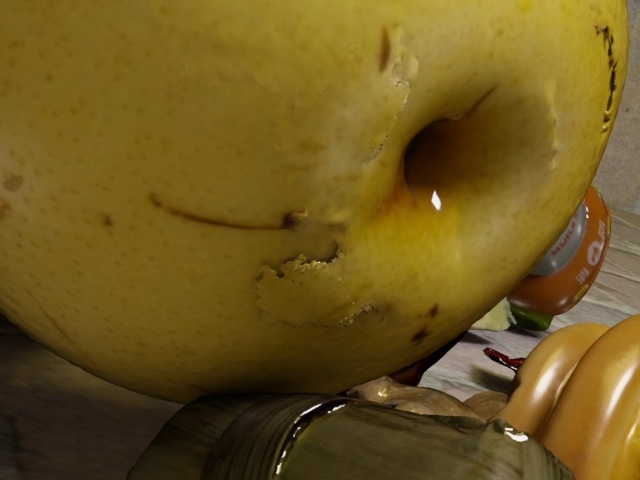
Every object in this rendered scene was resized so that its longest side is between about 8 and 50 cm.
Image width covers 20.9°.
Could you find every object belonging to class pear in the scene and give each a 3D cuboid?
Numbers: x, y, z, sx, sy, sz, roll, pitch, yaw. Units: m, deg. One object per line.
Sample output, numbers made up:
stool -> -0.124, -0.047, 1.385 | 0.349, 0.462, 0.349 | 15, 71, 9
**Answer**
pear -> -0.031, -0.088, 0.792 | 0.348, 0.348, 0.348 | 18, 9, -3

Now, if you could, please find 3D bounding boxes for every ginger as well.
ginger -> 0.076, 0.114, 0.998 | 0.133, 0.059, 0.214 | 24, 11, 4

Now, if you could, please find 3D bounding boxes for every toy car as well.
toy car -> 0.147, -0.031, 1.547 | 0.235, 0.145, 0.235 | 23, -12, 5

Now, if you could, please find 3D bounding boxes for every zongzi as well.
zongzi -> 0.058, 0.146, 0.707 | 0.242, 0.112, 0.221 | 39, -18, -34

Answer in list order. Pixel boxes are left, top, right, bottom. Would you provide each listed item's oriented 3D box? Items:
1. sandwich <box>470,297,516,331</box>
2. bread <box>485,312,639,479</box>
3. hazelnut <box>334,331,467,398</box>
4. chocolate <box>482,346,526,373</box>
sandwich -> 0.077, 0.027, 1.407 | 0.058, 0.193, 0.162 | 3, 32, 40
bread -> 0.227, 0.134, 0.826 | 0.311, 0.121, 0.173 | 20, 51, 21
hazelnut -> 0.000, 0.000, 1.057 | 0.230, 0.229, 0.229 | 18, 9, -3
chocolate -> 0.208, 0.122, 1.328 | 0.183, 0.028, 0.086 | 20, 3, -3
